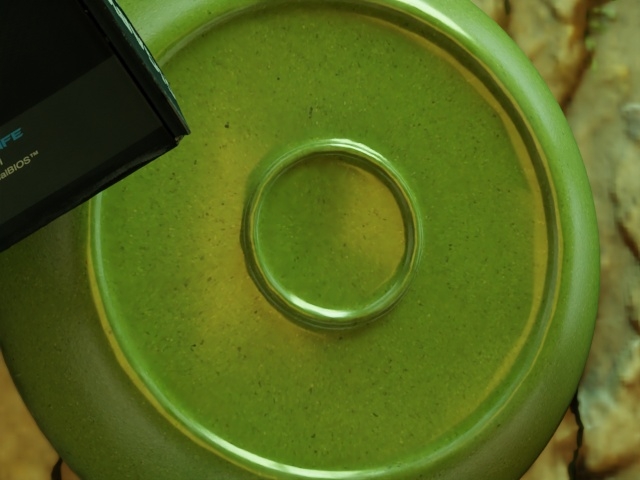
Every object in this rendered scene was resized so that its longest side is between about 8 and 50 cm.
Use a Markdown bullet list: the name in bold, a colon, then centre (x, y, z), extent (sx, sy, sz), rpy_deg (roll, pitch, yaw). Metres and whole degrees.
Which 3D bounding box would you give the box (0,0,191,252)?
- **box**: centre (-0.172, -0.043, 0.541), extent (0.220, 0.051, 0.175), rpy_deg (-30, 131, 2)

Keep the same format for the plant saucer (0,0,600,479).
- **plant saucer**: centre (0.000, 0.000, 0.701), extent (0.241, 0.037, 0.241), rpy_deg (3, 81, -17)
